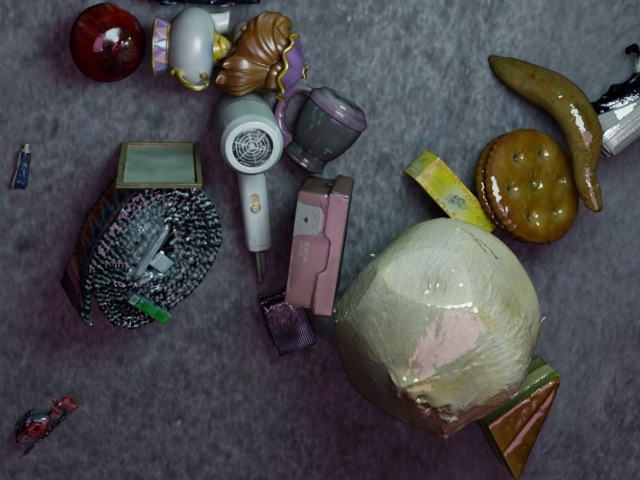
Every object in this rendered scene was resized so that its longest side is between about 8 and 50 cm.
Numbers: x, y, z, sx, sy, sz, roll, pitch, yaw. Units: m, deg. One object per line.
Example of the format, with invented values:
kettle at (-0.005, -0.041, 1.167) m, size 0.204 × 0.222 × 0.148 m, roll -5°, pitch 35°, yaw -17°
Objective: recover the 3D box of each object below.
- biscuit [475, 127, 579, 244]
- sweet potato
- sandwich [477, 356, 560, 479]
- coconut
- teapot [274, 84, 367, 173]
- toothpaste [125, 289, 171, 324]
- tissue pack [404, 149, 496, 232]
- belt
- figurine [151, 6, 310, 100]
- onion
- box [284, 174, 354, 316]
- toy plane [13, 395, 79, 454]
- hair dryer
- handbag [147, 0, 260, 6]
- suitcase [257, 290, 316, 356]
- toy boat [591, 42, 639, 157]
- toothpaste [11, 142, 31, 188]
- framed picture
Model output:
biscuit at (0.378, -0.098, 1.658) m, size 0.220 × 0.066 × 0.220 m, roll 6°, pitch 77°, yaw -27°
sweet potato at (0.434, -0.216, 1.620) m, size 0.108 × 0.079 × 0.346 m, roll -37°, pitch 77°, yaw 33°
sandwich at (0.406, 0.347, 1.786) m, size 0.187 × 0.117 × 0.144 m, roll -35°, pitch 108°, yaw -1°
coconut at (0.191, 0.155, 1.557) m, size 0.346 × 0.360 × 0.346 m, roll 18°, pitch 128°, yaw 24°
teapot at (-0.010, -0.195, 1.599) m, size 0.148 × 0.116 × 0.146 m, roll 30°, pitch 107°, yaw -18°
toothpaste at (-0.289, 0.113, 1.531) m, size 0.083 × 0.017 × 0.020 m, roll 38°, pitch 94°, yaw -33°
tissue pack at (0.240, -0.080, 1.670) m, size 0.062 × 0.095 × 0.176 m, roll -43°, pitch 105°, yaw 4°
belt at (-0.304, 0.007, 1.578) m, size 0.207 × 0.160 × 0.295 m, roll 23°, pitch 105°, yaw -30°
figurine at (-0.147, -0.313, 1.527) m, size 0.263 × 0.142 × 0.189 m, roll 5°, pitch 59°, yaw -4°
onion at (-0.352, -0.329, 1.510) m, size 0.131 × 0.131 × 0.131 m, roll -2°, pitch 103°, yaw -8°
box at (0.000, 0.000, 1.595) m, size 0.086 × 0.215 × 0.215 m, roll 9°, pitch 102°, yaw 3°
toy plane at (-0.515, 0.337, 1.683) m, size 0.145 × 0.037 × 0.060 m, roll -42°, pitch 109°, yaw 4°
hair dryer at (-0.113, -0.073, 1.600) m, size 0.107 × 0.173 × 0.357 m, roll -9°, pitch 117°, yaw -6°
handbag at (-0.180, -0.472, 1.508) m, size 0.260 × 0.113 × 0.162 m, roll -2°, pitch 99°, yaw -7°
suitcase at (-0.062, 0.150, 1.696) m, size 0.086 × 0.059 × 0.126 m, roll -20°, pitch 105°, yaw -2°
toy boat at (0.585, -0.274, 1.664) m, size 0.141 × 0.141 × 0.269 m, roll 35°, pitch 94°, yaw -15°
toothpaste at (-0.518, -0.129, 1.583) m, size 0.027 × 0.019 × 0.083 m, roll 7°, pitch 106°, yaw -28°
framed picture at (-0.270, -0.129, 1.528) m, size 0.136 × 0.201 × 0.010 m, roll 0°, pitch 116°, yaw -9°
